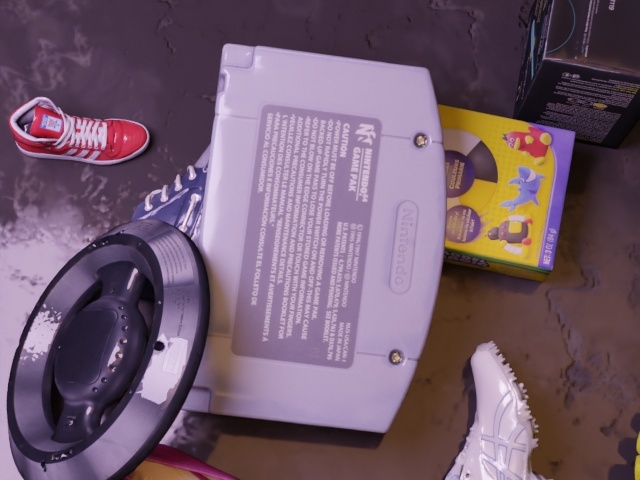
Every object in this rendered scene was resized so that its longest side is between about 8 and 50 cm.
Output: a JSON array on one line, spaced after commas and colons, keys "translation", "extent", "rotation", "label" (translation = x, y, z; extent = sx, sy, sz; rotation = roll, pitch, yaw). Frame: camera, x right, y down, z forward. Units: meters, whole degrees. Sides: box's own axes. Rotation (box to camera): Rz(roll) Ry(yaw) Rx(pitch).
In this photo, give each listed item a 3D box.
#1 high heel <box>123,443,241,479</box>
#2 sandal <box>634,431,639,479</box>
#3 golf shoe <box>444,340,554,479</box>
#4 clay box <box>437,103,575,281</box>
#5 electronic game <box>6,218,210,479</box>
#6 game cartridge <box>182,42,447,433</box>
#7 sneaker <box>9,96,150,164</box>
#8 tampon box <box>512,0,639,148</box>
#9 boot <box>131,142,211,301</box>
[{"translation": [-0.047, 0.226, 0.945], "extent": [0.244, 0.117, 0.082], "rotation": [30, 76, 7], "label": "high heel"}, {"translation": [0.315, 0.218, 0.966], "extent": [0.138, 0.126, 0.317], "rotation": [41, 70, -22], "label": "sandal"}, {"translation": [0.137, 0.171, 0.992], "extent": [0.086, 0.069, 0.176], "rotation": [-14, 74, 2], "label": "golf shoe"}, {"translation": [0.098, -0.050, 1.055], "extent": [0.222, 0.053, 0.127], "rotation": [11, 76, 2], "label": "clay box"}, {"translation": [-0.169, 0.089, 0.953], "extent": [0.048, 0.229, 0.229], "rotation": [30, 71, -39], "label": "electronic game"}, {"translation": [0.000, 0.000, 0.987], "extent": [0.198, 0.062, 0.297], "rotation": [8, 86, -7], "label": "game cartridge"}, {"translation": [-0.210, -0.095, 1.056], "extent": [0.118, 0.067, 0.042], "rotation": [-1, 75, -1], "label": "sneaker"}, {"translation": [0.231, -0.165, 1.032], "extent": [0.101, 0.161, 0.120], "rotation": [11, 76, 2], "label": "tampon box"}, {"translation": [-0.113, -0.036, 1.040], "extent": [0.086, 0.069, 0.190], "rotation": [11, 77, -1], "label": "boot"}]
